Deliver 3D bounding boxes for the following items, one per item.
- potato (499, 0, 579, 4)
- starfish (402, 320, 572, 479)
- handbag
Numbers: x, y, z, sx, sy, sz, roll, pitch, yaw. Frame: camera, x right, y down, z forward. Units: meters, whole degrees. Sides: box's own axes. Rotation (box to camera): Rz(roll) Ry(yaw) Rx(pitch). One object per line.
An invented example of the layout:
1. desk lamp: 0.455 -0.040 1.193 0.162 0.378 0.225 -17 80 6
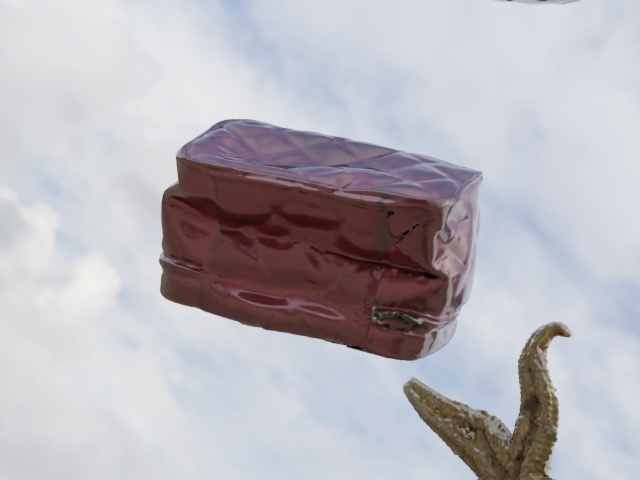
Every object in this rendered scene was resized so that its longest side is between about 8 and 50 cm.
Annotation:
1. potato: 0.101 -0.284 0.584 0.219 0.270 0.359 10 -82 26
2. starfish: 0.188 0.262 1.460 0.094 0.375 0.327 22 -8 -32
3. handbag: 0.000 0.000 0.974 0.225 0.146 0.135 12 -74 14
